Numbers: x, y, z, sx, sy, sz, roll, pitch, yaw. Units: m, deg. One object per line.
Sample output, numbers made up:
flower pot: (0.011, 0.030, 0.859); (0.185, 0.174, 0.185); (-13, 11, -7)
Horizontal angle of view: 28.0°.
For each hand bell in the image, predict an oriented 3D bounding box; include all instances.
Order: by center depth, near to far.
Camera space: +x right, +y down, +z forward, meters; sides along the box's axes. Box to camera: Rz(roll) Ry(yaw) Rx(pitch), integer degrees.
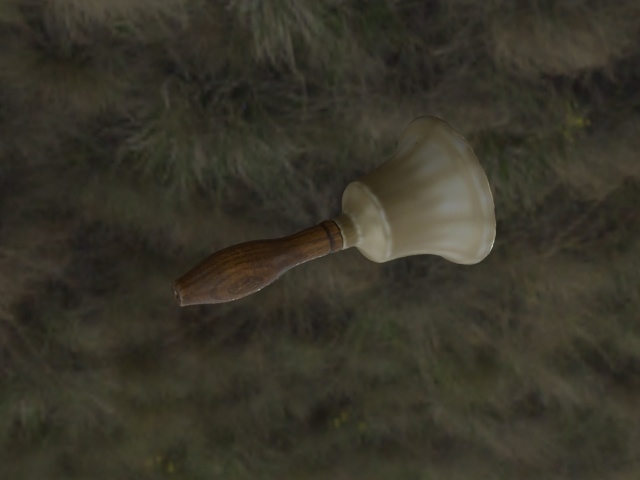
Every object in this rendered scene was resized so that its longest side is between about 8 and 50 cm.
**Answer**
hand bell: (0.000, 0.000, 0.976); (0.242, 0.126, 0.126); (-22, 158, -24)
